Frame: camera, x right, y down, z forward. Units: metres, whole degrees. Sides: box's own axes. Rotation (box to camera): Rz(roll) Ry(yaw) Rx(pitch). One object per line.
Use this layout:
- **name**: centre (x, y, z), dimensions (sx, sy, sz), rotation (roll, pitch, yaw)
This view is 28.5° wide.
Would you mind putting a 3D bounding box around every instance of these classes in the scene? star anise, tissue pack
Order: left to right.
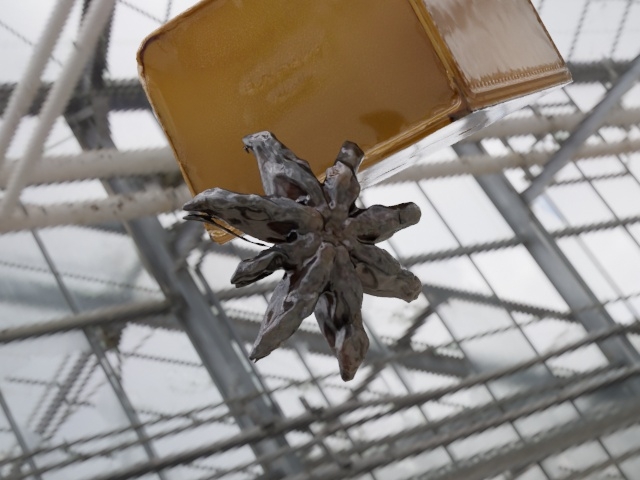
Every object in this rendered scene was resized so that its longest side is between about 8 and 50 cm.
- **star anise**: centre (0.002, -0.001, 0.646), dimensions (0.141, 0.141, 0.042), rotation (-15, -12, -34)
- **tissue pack**: centre (0.030, -0.117, 0.860), dimensions (0.194, 0.145, 0.274), rotation (-29, -3, 25)
